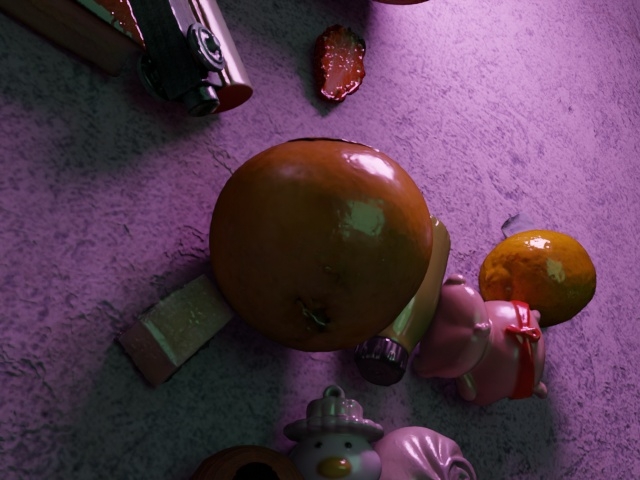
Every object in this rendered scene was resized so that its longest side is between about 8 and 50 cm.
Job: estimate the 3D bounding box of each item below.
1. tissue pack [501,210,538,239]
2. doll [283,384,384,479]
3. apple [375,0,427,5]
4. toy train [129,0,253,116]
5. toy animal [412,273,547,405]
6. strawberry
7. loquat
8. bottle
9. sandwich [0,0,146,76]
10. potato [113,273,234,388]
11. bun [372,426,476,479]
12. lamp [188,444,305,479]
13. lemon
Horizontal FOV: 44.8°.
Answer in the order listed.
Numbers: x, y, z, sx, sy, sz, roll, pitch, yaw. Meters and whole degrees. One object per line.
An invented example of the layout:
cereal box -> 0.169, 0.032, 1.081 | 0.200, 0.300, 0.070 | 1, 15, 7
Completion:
tissue pack -> 0.397, 0.041, 1.431 | 0.122, 0.026, 0.193 | -19, 82, -47
doll -> 0.017, 0.306, 0.870 | 0.119, 0.138, 0.293 | 67, 21, -62
apple -> 0.129, -0.563, 1.284 | 0.348, 0.348, 0.277 | 32, 32, -27
toy train -> -0.182, -0.291, 1.011 | 0.286, 0.116, 0.177 | 66, 22, 7
toy animal -> 0.244, 0.152, 1.144 | 0.197, 0.171, 0.172 | 22, 54, -24
strawberry -> 0.025, -0.282, 1.246 | 0.104, 0.048, 0.152 | 40, 60, -30
loquat -> 0.000, 0.000, 0.916 | 0.263, 0.263, 0.263 | 21, 55, -34
bottle -> 0.108, 0.078, 1.079 | 0.112, 0.112, 0.260 | 40, 46, -20
sandwich -> -0.318, -0.302, 0.900 | 0.258, 0.094, 0.096 | 32, 54, -28
potato -> -0.158, 0.094, 0.862 | 0.086, 0.061, 0.122 | 54, 42, -3
bun -> 0.134, 0.316, 0.972 | 0.172, 0.120, 0.173 | 22, 53, -32
lamp -> -0.076, 0.276, 0.789 | 0.136, 0.136, 0.137 | 21, 55, -34
lemon -> 0.358, 0.063, 1.277 | 0.207, 0.170, 0.170 | 1, 68, -43
